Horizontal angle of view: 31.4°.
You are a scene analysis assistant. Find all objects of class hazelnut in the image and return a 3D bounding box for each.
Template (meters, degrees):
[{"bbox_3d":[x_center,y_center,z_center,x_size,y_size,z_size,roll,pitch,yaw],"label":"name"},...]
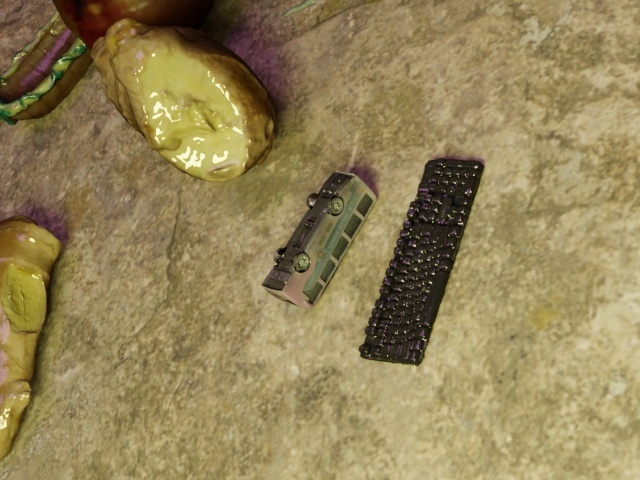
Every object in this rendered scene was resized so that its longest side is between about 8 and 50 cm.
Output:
[{"bbox_3d":[-0.211,-0.319,1.325,0.229,0.229,0.229,-22,48,26],"label":"hazelnut"}]

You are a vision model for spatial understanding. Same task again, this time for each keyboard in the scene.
[{"bbox_3d":[0.086,0.014,0.963,0.060,0.018,0.196,3,62,38],"label":"keyboard"}]

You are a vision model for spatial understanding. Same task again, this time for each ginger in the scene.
[{"bbox_3d":[-0.144,-0.153,1.144,0.275,0.221,0.130,34,94,40],"label":"ginger"},{"bbox_3d":[-0.340,0.093,1.212,0.131,0.086,0.295,-19,53,23],"label":"ginger"}]

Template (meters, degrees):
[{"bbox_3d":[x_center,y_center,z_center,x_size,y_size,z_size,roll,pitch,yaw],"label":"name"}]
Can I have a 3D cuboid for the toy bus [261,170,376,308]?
[{"bbox_3d":[0.000,0.000,1.019,0.037,0.052,0.131,12,66,49],"label":"toy bus"}]

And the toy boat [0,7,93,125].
[{"bbox_3d":[-0.326,-0.275,1.462,0.108,0.099,0.293,28,87,47],"label":"toy boat"}]

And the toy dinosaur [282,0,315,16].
[{"bbox_3d":[0.054,-0.326,1.214,0.242,0.053,0.167,-34,43,15],"label":"toy dinosaur"}]
